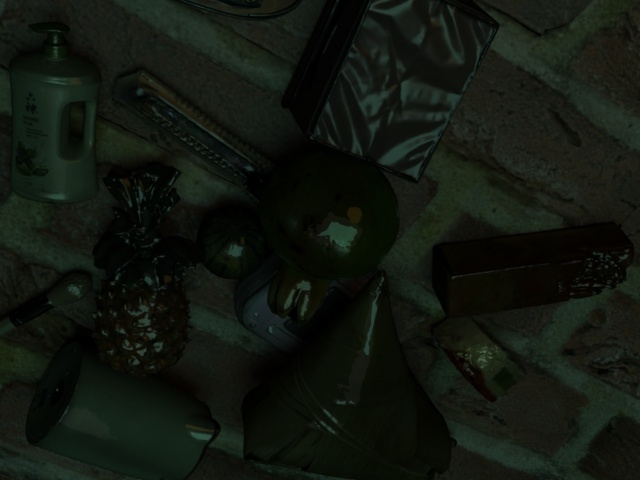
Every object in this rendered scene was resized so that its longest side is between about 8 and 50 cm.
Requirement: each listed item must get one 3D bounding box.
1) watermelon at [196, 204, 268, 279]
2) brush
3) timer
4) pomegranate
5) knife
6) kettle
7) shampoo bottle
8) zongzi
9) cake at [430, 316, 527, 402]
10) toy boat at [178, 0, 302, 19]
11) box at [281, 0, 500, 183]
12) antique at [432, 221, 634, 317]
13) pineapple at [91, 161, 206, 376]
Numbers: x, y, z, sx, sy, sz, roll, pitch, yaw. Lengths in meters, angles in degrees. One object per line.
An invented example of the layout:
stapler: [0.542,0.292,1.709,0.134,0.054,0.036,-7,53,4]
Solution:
watermelon: [-0.131,0.008,1.368,0.105,0.105,0.133,8,155,-16]
brush: [-0.472,0.123,1.409,0.299,0.039,0.042,-27,119,9]
timer: [-0.017,0.085,1.443,0.208,0.069,0.191,-42,127,17]
pomegranate: [-0.006,-0.013,1.275,0.241,0.159,0.190,-38,103,3]
knife: [-0.139,-0.114,1.321,0.365,0.043,0.089,37,109,-27]
kettle: [-0.320,0.285,1.476,0.255,0.165,0.240,27,142,-30]
shampoo bottle: [-0.345,-0.168,1.220,0.118,0.087,0.234,5,120,-9]
zongzi: [0.142,0.245,1.471,0.447,0.181,0.418,18,125,-29]
cake: [0.284,0.216,1.563,0.086,0.116,0.220,-39,119,6]
toy boat: [-0.152,-0.343,1.133,0.296,0.122,0.114,15,93,-22]
box: [0.086,-0.230,1.230,0.188,0.153,0.252,19,114,-22]
antique: [0.337,0.044,1.481,0.310,0.093,0.087,-7,122,-8]
pineapple: [-0.246,0.040,1.341,0.170,0.141,0.310,13,114,16]
